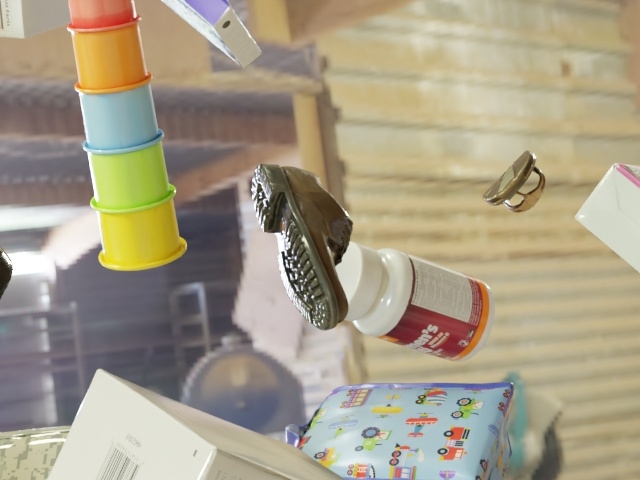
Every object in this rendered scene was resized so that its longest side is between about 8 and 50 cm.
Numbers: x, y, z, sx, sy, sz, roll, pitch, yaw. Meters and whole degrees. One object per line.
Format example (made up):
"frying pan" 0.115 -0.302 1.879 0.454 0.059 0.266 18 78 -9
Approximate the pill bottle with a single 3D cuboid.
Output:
"pill bottle" 0.115 0.080 1.907 0.221 0.121 0.121 19 -19 -29

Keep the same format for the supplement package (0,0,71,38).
"supplement package" -0.504 -0.412 2.077 0.263 0.198 0.199 5 20 19

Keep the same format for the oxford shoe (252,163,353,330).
"oxford shoe" 0.000 0.000 1.536 0.096 0.227 0.082 -1 -41 -22

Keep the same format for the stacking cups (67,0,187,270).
"stacking cups" -0.201 -0.129 1.450 0.096 0.316 0.096 -5 22 2

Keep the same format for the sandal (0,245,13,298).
"sandal" -0.510 0.190 1.767 0.168 0.445 0.107 10 -36 33

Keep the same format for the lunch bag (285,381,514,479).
"lunch bag" 0.089 0.280 1.889 0.293 0.138 0.221 8 32 17

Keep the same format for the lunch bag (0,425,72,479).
"lunch bag" -0.301 0.357 1.663 0.305 0.256 0.212 -7 -17 22

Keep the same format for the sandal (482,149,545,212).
"sandal" 0.264 -0.066 1.900 0.090 0.060 0.219 -47 -6 1

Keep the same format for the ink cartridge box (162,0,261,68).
"ink cartridge box" -0.192 -0.359 2.059 0.045 0.206 0.208 -46 -22 -5

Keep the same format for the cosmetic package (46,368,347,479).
"cosmetic package" -0.075 0.229 1.158 0.225 0.138 0.224 26 -3 -32

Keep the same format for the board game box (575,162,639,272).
"board game box" 0.500 0.006 1.818 0.303 0.224 0.097 3 -55 -51
